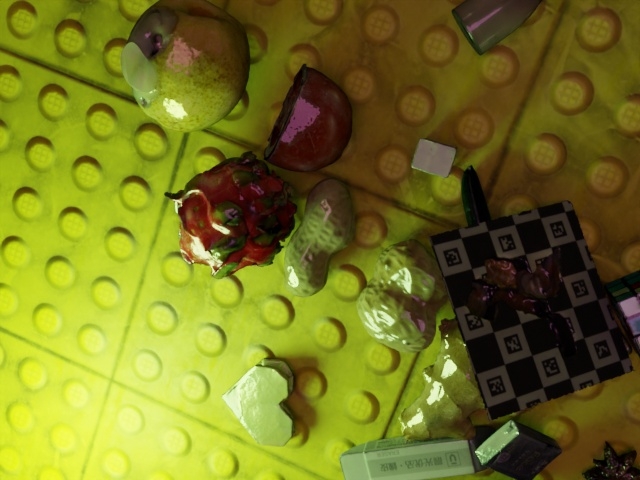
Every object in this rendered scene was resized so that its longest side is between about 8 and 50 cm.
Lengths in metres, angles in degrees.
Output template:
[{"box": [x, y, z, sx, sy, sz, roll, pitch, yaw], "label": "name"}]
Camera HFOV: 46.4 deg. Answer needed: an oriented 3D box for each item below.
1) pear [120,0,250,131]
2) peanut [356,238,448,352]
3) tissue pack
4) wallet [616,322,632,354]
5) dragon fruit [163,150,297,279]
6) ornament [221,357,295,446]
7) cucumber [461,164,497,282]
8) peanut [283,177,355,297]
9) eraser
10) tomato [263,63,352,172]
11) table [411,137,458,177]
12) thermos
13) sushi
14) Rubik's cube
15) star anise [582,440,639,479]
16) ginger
[{"box": [-0.268, -0.356, 1.522, 0.271, 0.271, 0.271, 2, 100, 13], "label": "pear"}, {"box": [0.174, 0.114, 1.558, 0.196, 0.110, 0.233, 29, 102, 35], "label": "peanut"}, {"box": [0.416, 0.441, 1.560, 0.156, 0.051, 0.112, 28, 113, -32], "label": "tissue pack"}, {"box": [0.543, 0.213, 1.529, 0.152, 0.038, 0.118, -34, 86, 27], "label": "wallet"}, {"box": [-0.186, -0.044, 1.571, 0.231, 0.237, 0.303, 55, 131, 14], "label": "dragon fruit"}, {"box": [-0.146, 0.373, 1.722, 0.180, 0.059, 0.201, 2, 102, 16], "label": "ornament"}, {"box": [0.326, -0.012, 1.519, 0.056, 0.056, 0.285, -9, 82, 15], "label": "cucumber"}, {"box": [0.000, 0.000, 1.597, 0.125, 0.111, 0.275, 21, 108, -7], "label": "peanut"}, {"box": [0.219, 0.479, 1.649, 0.351, 0.061, 0.089, -13, 97, 16], "label": "eraser"}, {"box": [-0.012, -0.234, 1.540, 0.155, 0.181, 0.214, 25, 113, -10], "label": "tomato"}, {"box": [0.234, -0.169, 1.519, 0.079, 0.083, 0.063, 19, 103, 10], "label": "table"}, {"box": [0.353, -0.468, 1.438, 0.193, 0.105, 0.137, -35, 59, 13], "label": "thermos"}, {"box": [0.396, 0.130, 1.448, 0.342, 0.064, 0.359, -13, 79, -21], "label": "sushi"}, {"box": [0.660, 0.138, 1.438, 0.154, 0.151, 0.155, -27, 92, 15], "label": "Rubik's cube"}, {"box": [0.588, 0.504, 1.563, 0.097, 0.070, 0.190, 46, 109, 0], "label": "star anise"}, {"box": [0.326, 0.297, 1.575, 0.236, 0.166, 0.376, 19, 121, -5], "label": "ginger"}]
